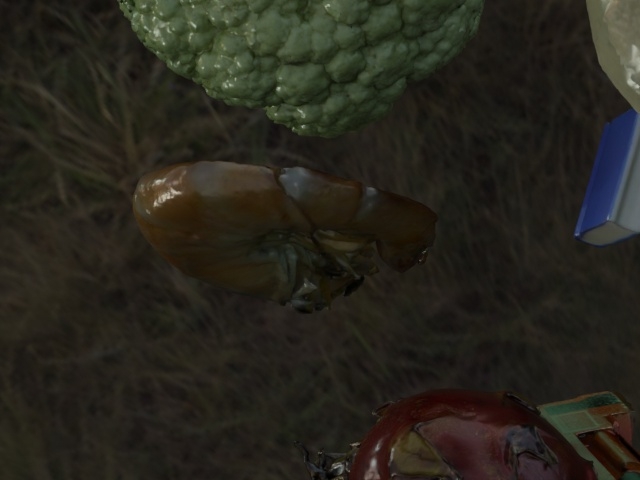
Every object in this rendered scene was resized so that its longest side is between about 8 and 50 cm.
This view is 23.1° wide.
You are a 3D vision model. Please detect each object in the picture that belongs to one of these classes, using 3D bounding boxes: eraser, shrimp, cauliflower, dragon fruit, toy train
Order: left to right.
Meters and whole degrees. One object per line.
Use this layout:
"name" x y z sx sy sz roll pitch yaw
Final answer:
"cauliflower" -0.005 -0.229 1.207 0.272 0.275 0.250 -47 23 17
"shrimp" -0.001 -0.004 0.768 0.133 0.236 0.053 -15 71 19
"dragon fruit" 0.062 0.144 0.906 0.125 0.246 0.125 -33 108 -26
"toy train" 0.192 0.169 1.140 0.118 0.176 0.074 -10 106 -10
"eraser" 0.200 -0.041 1.037 0.027 0.063 0.085 19 77 -8

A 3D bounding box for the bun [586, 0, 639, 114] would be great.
"bun" 0.223 -0.105 0.632 0.237 0.116 0.210 38 63 -1
